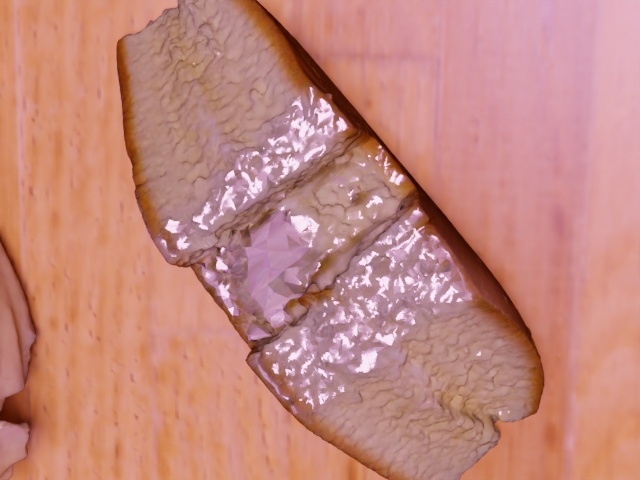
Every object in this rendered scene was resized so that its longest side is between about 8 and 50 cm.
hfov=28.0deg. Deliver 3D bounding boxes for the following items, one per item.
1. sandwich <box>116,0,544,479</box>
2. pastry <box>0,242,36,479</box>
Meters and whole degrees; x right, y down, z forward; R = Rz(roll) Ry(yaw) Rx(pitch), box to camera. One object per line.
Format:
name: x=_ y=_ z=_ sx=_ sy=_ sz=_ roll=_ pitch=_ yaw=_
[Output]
sandwich: x=0.000 y=0.000 z=0.509 sx=0.090 sy=0.088 sz=0.244 roll=-37 pitch=92 yaw=13
pastry: x=-0.268 y=0.048 z=0.536 sx=0.256 sy=0.170 sz=0.237 roll=-18 pitch=100 yaw=10
